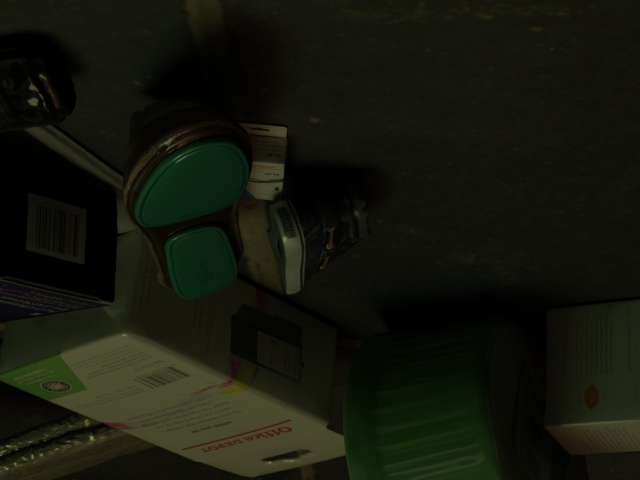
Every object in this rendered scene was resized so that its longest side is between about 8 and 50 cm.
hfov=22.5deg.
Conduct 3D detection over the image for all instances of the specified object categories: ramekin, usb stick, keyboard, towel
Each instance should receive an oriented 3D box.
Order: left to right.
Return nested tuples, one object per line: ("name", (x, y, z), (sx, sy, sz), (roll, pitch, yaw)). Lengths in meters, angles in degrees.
("usb stick", (-0.330, -0.111, 1.296), (0.278, 0.045, 0.077), (-6, 130, 21))
("keyboard", (-0.229, -0.067, 1.414), (0.072, 0.014, 0.256), (-7, 151, 33))
("towel", (-0.286, 0.233, 1.856), (0.282, 0.049, 0.187), (-17, 166, -11))
("ramekin", (0.158, 0.223, 1.618), (0.148, 0.303, 0.303), (-18, 147, 24))

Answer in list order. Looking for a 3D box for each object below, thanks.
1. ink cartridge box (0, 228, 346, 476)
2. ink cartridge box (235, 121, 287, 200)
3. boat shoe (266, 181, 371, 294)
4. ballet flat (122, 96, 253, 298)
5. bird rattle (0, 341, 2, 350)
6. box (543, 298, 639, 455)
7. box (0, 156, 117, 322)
("ink cartridge box", (-0.127, 0.128, 1.662), (0.207, 0.119, 0.353), (-20, 144, 39))
("ink cartridge box", (-0.053, -0.066, 1.362), (0.048, 0.028, 0.083), (5, 153, -1))
("boat shoe", (0.000, 0.000, 1.448), (0.083, 0.065, 0.183), (-17, 168, -7))
("ballet flat", (-0.118, -0.051, 1.314), (0.107, 0.106, 0.316), (-15, 159, -13))
("bird rattle", (-0.472, 0.166, 1.847), (0.207, 0.143, 0.253), (30, 159, -21))
("box", (0.315, 0.133, 1.586), (0.170, 0.130, 0.091), (-7, 152, 24))
("box", (-0.305, 0.006, 1.416), (0.207, 0.108, 0.153), (-11, 163, 37))
